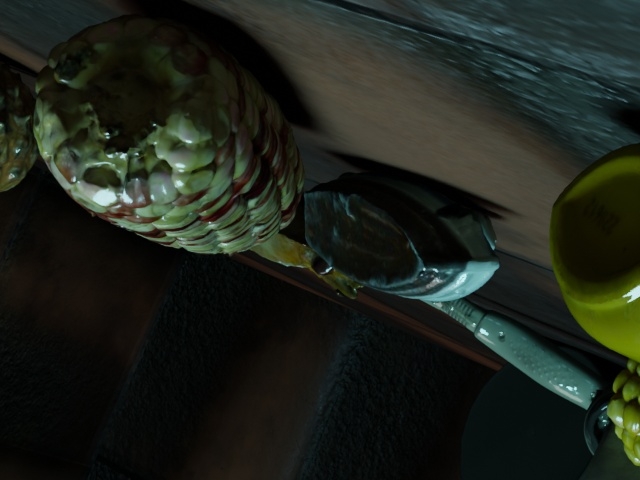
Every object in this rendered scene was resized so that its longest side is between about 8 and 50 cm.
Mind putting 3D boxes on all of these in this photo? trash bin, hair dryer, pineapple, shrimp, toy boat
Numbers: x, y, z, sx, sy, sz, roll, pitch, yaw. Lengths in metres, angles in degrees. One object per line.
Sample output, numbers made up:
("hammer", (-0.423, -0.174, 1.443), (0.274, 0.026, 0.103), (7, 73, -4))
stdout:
("trash bin", (0.301, 0.245, 1.682), (0.334, 0.214, 0.214), (33, 172, -34))
("hair dryer", (0.236, 0.118, 1.485), (0.229, 0.092, 0.267), (19, -165, -46))
("pineapple", (-0.272, -0.105, 1.169), (0.108, 0.108, 0.197), (21, 166, 38))
("shrimp", (-0.002, 0.003, 1.288), (0.133, 0.053, 0.236), (28, 179, -25))
("toy boat", (0.047, -0.002, 0.872), (0.066, 0.059, 0.140), (-7, -165, -28))

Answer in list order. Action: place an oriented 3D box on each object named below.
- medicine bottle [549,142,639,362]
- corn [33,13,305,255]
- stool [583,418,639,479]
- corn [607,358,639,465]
("medicine bottle", (0.187, 0.046, 0.514), (0.260, 0.064, 0.095), (26, 178, -21))
("corn", (-0.053, -0.036, 0.750), (0.086, 0.086, 0.253), (23, 177, 10))
("stool", (0.305, 0.195, 1.078), (0.264, 0.179, 0.179), (23, 177, 23))
("corn", (0.285, 0.133, 0.878), (0.318, 0.115, 0.115), (21, 176, 40))
